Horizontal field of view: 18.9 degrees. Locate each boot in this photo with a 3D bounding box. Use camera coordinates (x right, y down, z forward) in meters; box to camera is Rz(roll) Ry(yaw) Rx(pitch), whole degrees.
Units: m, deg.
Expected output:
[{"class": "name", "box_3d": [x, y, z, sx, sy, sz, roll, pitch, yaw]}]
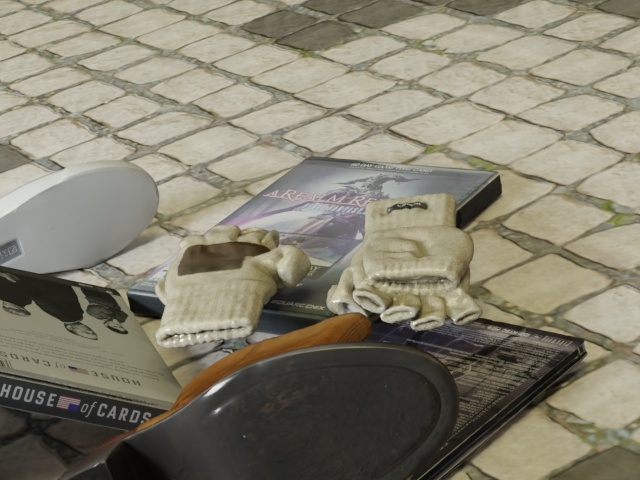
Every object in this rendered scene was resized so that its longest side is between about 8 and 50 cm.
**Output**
[{"class": "boot", "box_3d": [-0.275, -0.018, 1.630, 0.258, 0.095, 0.123, -22, 33, -22]}, {"class": "boot", "box_3d": [-0.011, 0.101, 1.145, 0.264, 0.096, 0.280, -32, 1, 21]}]

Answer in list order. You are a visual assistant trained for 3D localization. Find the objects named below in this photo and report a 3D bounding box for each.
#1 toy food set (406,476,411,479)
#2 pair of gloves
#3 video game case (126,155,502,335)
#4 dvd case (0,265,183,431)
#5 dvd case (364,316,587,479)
[{"class": "toy food set", "box_3d": [-0.028, 0.202, 1.126, 0.132, 0.038, 0.192, -1, 32, 35]}, {"class": "pair of gloves", "box_3d": [-0.005, 0.028, 1.430, 0.240, 0.042, 0.204, -8, 21, -1]}, {"class": "video game case", "box_3d": [0.000, 0.000, 1.570, 0.196, 0.026, 0.274, 6, 30, 33]}, {"class": "dvd case", "box_3d": [-0.203, 0.071, 1.387, 0.179, 0.029, 0.238, 14, 15, -24]}, {"class": "dvd case", "box_3d": [0.054, 0.109, 1.309, 0.164, 0.018, 0.221, 11, 32, 40]}]
